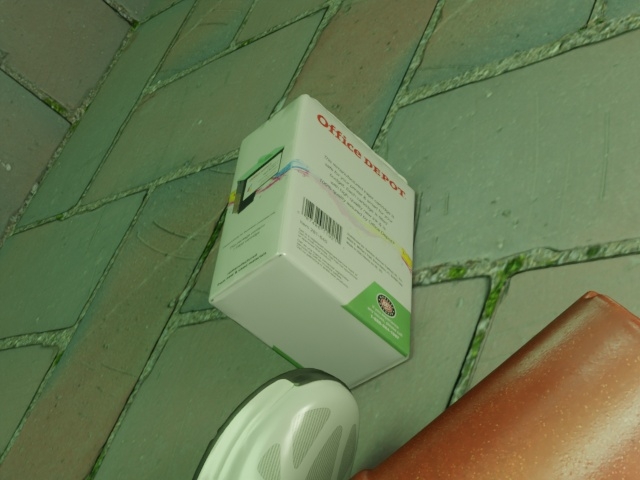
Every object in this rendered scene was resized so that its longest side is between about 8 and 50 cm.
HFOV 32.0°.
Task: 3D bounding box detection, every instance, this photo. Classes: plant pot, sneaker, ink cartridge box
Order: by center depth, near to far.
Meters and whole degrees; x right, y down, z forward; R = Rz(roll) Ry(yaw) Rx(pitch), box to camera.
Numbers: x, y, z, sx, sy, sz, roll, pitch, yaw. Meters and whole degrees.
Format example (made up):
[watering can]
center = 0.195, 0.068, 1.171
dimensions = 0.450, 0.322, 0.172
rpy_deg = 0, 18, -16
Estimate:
[plant pot]
center = 0.159, 0.192, 0.733
dimensions = 0.265, 0.272, 0.272
rpy_deg = -45, 27, 3
[sneaker]
center = -0.019, 0.340, 0.969
dimensions = 0.257, 0.169, 0.447
rpy_deg = 9, 71, 49
[ink cartridge box]
center = 0.000, 0.000, 1.268
dimensions = 0.117, 0.201, 0.278
rpy_deg = -33, 32, 31
